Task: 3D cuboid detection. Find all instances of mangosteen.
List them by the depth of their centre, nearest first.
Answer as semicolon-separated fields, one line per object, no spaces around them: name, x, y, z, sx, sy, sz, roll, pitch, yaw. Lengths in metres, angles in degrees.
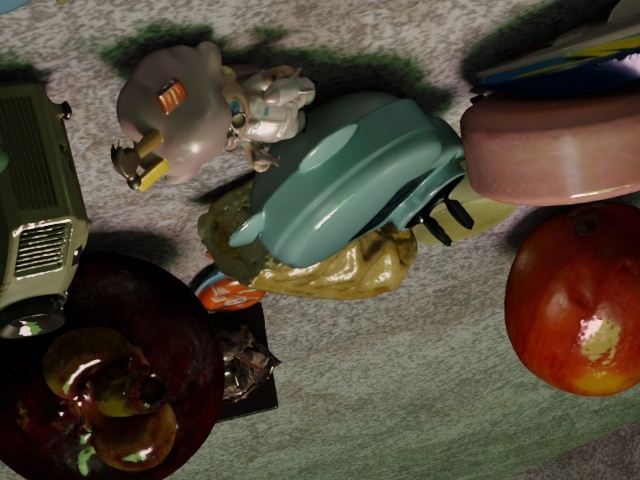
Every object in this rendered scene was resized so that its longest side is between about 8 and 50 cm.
mangosteen;-0.251;0.164;1.920;0.297;0.293;0.297;-15;136;-15

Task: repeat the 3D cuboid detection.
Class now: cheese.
cheese;-0.106;0.044;2.089;0.106;0.037;0.256;-13;163;-10

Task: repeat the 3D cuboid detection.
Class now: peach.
peach;0.365;0.068;2.233;0.281;0.238;0.281;-43;148;-36

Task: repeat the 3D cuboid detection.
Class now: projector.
projector;-0.279;-0.011;1.543;0.088;0.194;0.269;-8;161;-23

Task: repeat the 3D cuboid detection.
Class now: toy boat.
toy boat;0.281;-0.192;1.631;0.295;0.088;0.129;-14;-172;31

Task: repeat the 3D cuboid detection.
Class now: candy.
candy;0.257;-0.109;1.697;0.255;0.094;0.255;-11;-165;3

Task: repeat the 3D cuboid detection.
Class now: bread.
bread;0.000;0.000;1.910;0.152;0.130;0.267;18;-175;37

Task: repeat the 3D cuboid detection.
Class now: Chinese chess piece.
Chinese chess piece;0.164;-0.048;2.006;0.144;0.058;0.144;-15;162;-5

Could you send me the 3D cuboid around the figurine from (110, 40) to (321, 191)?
figurine;-0.101;-0.118;1.519;0.229;0.112;0.137;-9;134;-38

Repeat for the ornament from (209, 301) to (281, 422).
ornament;-0.153;0.137;2.146;0.166;0.153;0.196;-15;158;9

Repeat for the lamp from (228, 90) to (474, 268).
lamp;0.041;-0.064;1.707;0.284;0.147;0.209;4;143;-45

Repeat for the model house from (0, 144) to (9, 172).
model house;-0.418;-0.016;1.364;0.284;0.243;0.298;-4;171;-42

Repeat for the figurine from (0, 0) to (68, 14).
figurine;-0.252;-0.198;1.092;0.262;0.154;0.180;-22;172;10
